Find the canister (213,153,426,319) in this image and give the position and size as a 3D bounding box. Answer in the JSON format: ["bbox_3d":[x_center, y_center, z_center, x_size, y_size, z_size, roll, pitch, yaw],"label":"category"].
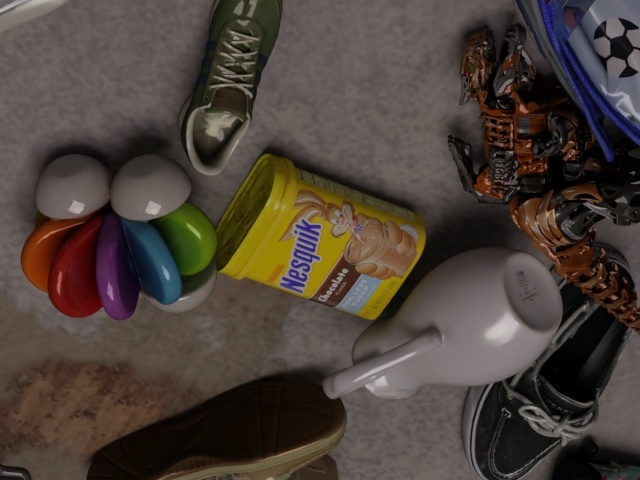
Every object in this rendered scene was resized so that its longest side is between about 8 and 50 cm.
[{"bbox_3d":[0.000,0.000,1.852,0.170,0.073,0.126,20,122,-23],"label":"canister"}]

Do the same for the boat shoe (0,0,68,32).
[{"bbox_3d":[-0.311,-0.209,1.656,0.227,0.079,0.081,-24,117,4],"label":"boat shoe"}]

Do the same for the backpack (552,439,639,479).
[{"bbox_3d":[0.334,0.311,2.105,0.182,0.115,0.152,9,122,-18],"label":"backpack"}]

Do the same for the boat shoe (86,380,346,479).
[{"bbox_3d":[-0.097,0.224,1.994,0.285,0.105,0.089,-17,132,17],"label":"boat shoe"}]

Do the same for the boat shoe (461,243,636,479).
[{"bbox_3d":[0.238,0.151,1.977,0.113,0.105,0.306,19,121,-20],"label":"boat shoe"}]

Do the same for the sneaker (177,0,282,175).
[{"bbox_3d":[-0.076,-0.141,1.726,0.064,0.086,0.192,13,123,-17],"label":"sneaker"}]

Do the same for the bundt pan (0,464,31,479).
[{"bbox_3d":[-0.418,0.375,2.039,0.330,0.124,0.331,-4,128,-5],"label":"bundt pan"}]

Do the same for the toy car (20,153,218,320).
[{"bbox_3d":[-0.188,0.013,1.778,0.182,0.136,0.159,1,128,18],"label":"toy car"}]

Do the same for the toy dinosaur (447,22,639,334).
[{"bbox_3d":[0.245,-0.063,1.808,0.218,0.164,0.322,-19,134,19],"label":"toy dinosaur"}]

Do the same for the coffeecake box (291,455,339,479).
[{"bbox_3d":[-0.064,0.316,2.032,0.185,0.142,0.068,-40,122,21],"label":"coffeecake box"}]

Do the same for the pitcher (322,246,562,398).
[{"bbox_3d":[0.113,0.092,1.844,0.207,0.177,0.125,-28,88,41],"label":"pitcher"}]

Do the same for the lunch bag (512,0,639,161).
[{"bbox_3d":[0.291,-0.203,1.588,0.385,0.328,0.239,24,116,-25],"label":"lunch bag"}]
